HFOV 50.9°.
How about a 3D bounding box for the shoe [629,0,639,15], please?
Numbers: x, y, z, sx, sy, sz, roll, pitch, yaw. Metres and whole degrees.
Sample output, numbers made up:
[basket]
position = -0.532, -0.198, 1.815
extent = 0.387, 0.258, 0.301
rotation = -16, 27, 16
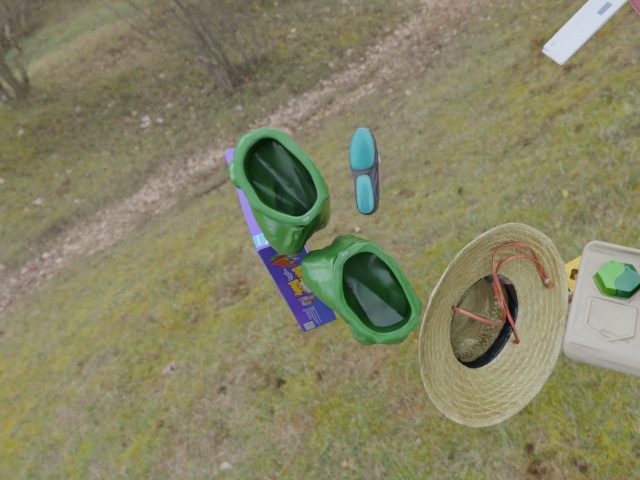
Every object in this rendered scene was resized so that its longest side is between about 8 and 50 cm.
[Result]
[shoe]
position = 0.570, -0.348, 1.111
extent = 0.081, 0.178, 0.063
rotation = -59, 9, -4

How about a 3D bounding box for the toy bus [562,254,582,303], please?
[toy bus]
position = 0.700, 0.104, 1.863
extent = 0.202, 0.191, 0.104
rotation = -14, 66, -25

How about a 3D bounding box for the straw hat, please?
[straw hat]
position = 0.110, 0.055, 0.488
extent = 0.144, 0.144, 0.061
rotation = -50, 29, -12

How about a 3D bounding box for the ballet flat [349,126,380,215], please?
[ballet flat]
position = 0.107, -0.160, 1.561
extent = 0.074, 0.074, 0.203
rotation = 0, 97, 37

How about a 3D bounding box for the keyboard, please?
[keyboard]
position = 0.542, -0.449, 1.296
extent = 0.256, 0.014, 0.072
rotation = -46, 43, 17

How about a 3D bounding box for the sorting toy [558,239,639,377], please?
[sorting toy]
position = 0.464, 0.095, 1.070
extent = 0.307, 0.041, 0.229
rotation = 14, 55, 19

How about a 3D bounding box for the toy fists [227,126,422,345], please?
[toy fists]
position = 0.000, 0.000, 0.728
extent = 0.096, 0.279, 0.142
rotation = -40, 0, 2

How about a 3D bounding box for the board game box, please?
[board game box]
position = -0.070, 0.000, 1.307
extent = 0.078, 0.347, 0.233
rotation = -22, 58, 0
